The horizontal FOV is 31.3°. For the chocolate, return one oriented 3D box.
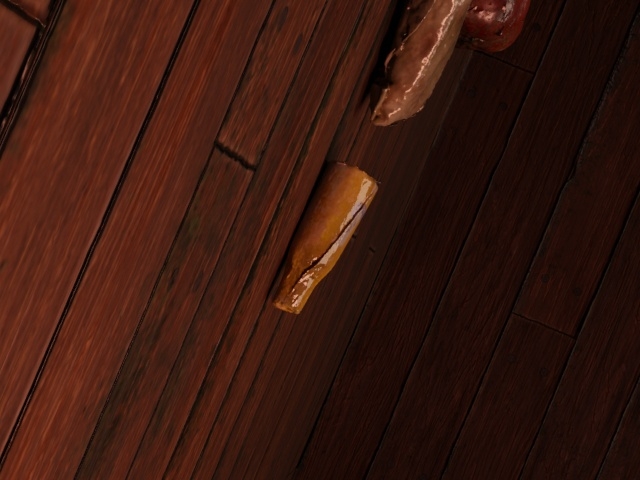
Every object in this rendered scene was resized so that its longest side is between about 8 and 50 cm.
[{"bbox_3d":[0.000,0.000,1.561,0.219,0.086,0.085,-63,172,-11],"label":"chocolate"}]

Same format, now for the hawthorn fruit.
[{"bbox_3d":[0.265,-0.419,1.843,0.181,0.181,0.235,92,22,-70],"label":"hawthorn fruit"}]

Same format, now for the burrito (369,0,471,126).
[{"bbox_3d":[0.160,-0.328,1.637,0.175,0.107,0.347,-86,-162,-70],"label":"burrito"}]
